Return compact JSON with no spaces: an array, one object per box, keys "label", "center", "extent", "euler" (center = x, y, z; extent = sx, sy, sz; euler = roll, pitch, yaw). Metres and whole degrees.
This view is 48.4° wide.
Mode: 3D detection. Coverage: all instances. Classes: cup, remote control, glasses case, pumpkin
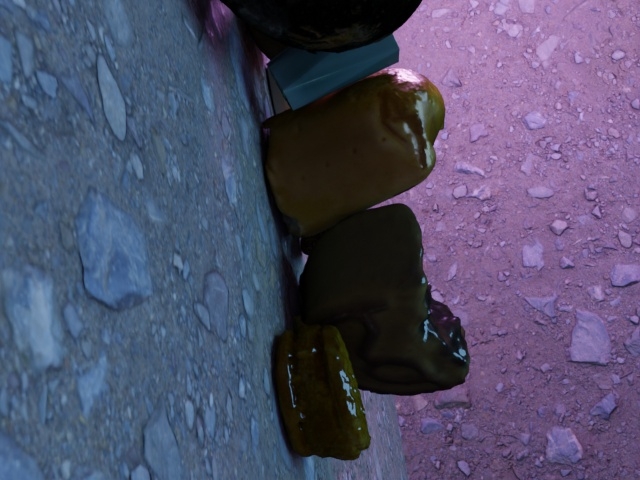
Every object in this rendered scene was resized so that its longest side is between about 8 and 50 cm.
[{"label":"cup","center":[0.019,-0.355,1.380],"extent":[0.134,0.236,0.148],"euler":[62,4,10]},{"label":"remote control","center":[-0.066,-0.342,1.760],"extent":[0.344,0.050,0.145],"euler":[2,77,-81]},{"label":"glasses case","center":[0.000,0.000,1.548],"extent":[0.194,0.049,0.073],"euler":[-6,-109,67]},{"label":"pumpkin","center":[-0.007,-0.526,1.165],"extent":[0.344,0.455,0.453],"euler":[136,-48,-56]}]

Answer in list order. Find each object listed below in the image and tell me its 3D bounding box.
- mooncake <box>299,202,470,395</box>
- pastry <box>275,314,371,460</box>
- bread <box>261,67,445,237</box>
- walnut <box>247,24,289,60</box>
[{"label":"mooncake","center":[0.155,0.145,1.446],"extent":[0.393,0.394,0.246],"euler":[-52,-152,43]},{"label":"pastry","center":[0.011,0.260,1.234],"extent":[0.235,0.132,0.239],"euler":[-53,133,-78]},{"label":"bread","center":[0.074,-0.212,1.491],"extent":[0.250,0.395,0.361],"euler":[61,15,-12]},{"label":"walnut","center":[-0.038,-0.474,1.511],"extent":[0.283,0.227,0.282],"euler":[32,31,-22]}]
